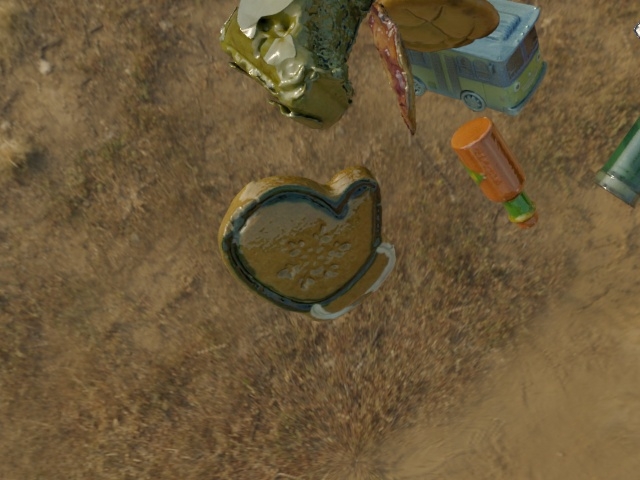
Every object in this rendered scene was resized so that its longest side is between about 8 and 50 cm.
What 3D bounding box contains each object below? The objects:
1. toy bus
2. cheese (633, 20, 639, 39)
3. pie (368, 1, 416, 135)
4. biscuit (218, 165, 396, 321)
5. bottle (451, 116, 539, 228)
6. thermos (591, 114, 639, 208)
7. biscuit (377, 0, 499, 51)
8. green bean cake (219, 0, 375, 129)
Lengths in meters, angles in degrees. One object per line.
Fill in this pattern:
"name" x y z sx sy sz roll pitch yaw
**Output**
"toy bus" 0.276 -0.381 1.642 0.312 0.190 0.152 24 67 33
"cheese" 0.744 -0.481 1.650 0.250 0.064 0.156 -45 60 34
"pie" 0.086 -0.215 0.970 0.034 0.092 0.169 -15 66 -1
"biscuit" 0.001 0.001 1.398 0.287 0.344 0.057 -45 40 12
"bottle" 0.261 -0.089 1.193 0.069 0.069 0.187 -45 118 -9
"thermos" 0.467 -0.142 1.162 0.073 0.083 0.187 35 102 14
"biscuit" 0.185 -0.369 1.389 0.203 0.260 0.041 -2 84 35
"green bean cake" -0.021 -0.386 1.459 0.285 0.202 0.310 43 104 36
